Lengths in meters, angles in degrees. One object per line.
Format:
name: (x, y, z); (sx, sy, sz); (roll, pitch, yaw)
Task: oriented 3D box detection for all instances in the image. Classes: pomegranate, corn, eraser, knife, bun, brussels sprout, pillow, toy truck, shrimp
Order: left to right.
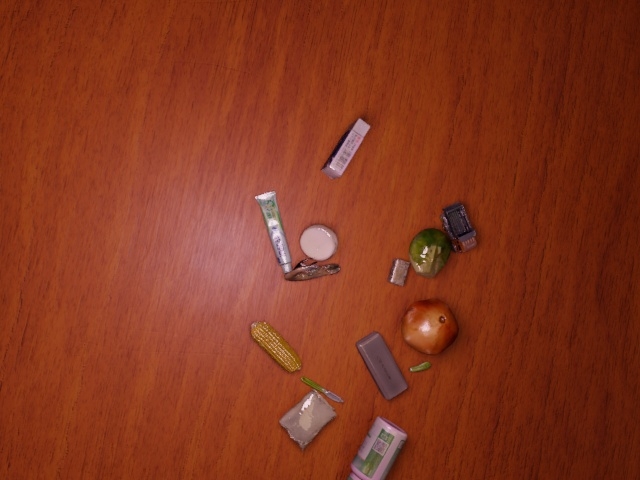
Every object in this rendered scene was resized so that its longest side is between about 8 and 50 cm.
corn: (-0.158, 0.374, 1.800); (0.080, 0.080, 0.238); (-45, 102, -10)
pillow: (-0.043, 0.634, 1.824); (0.181, 0.078, 0.134); (-41, 98, -11)
shrimp: (-0.022, 0.100, 1.804); (0.220, 0.152, 0.046); (-8, 69, -20)
bun: (0.000, 0.000, 1.835); (0.139, 0.094, 0.138); (5, 112, 13)
knife: (0.006, 0.549, 1.865); (0.184, 0.026, 0.022); (33, 43, -9)
eraser: (0.090, -0.329, 1.837); (0.068, 0.124, 0.210); (33, 82, -10)
brussels sprout: (0.406, 0.045, 1.901); (0.161, 0.144, 0.180); (50, 58, -50)
pomegranate: (0.404, 0.315, 1.868); (0.209, 0.209, 0.208); (0, 90, -13)
toy truck: (0.530, -0.046, 1.952); (0.083, 0.092, 0.191); (-24, 95, -13)

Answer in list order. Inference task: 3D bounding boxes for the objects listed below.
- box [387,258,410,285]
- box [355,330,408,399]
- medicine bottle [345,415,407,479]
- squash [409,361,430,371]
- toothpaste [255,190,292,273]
box: (0.295, 0.120, 1.921); (0.062, 0.045, 0.098); (19, 87, -13)
box: (0.228, 0.467, 1.899); (0.103, 0.055, 0.243); (-29, 96, -11)
medicine bottle: (0.198, 0.794, 1.850); (0.134, 0.133, 0.274); (32, 82, -11)
squash: (0.383, 0.488, 1.950); (0.089, 0.027, 0.027); (-17, 93, -11)
toothpaste: (-0.157, -0.027, 1.821); (0.075, 0.048, 0.296); (-16, 90, -8)
